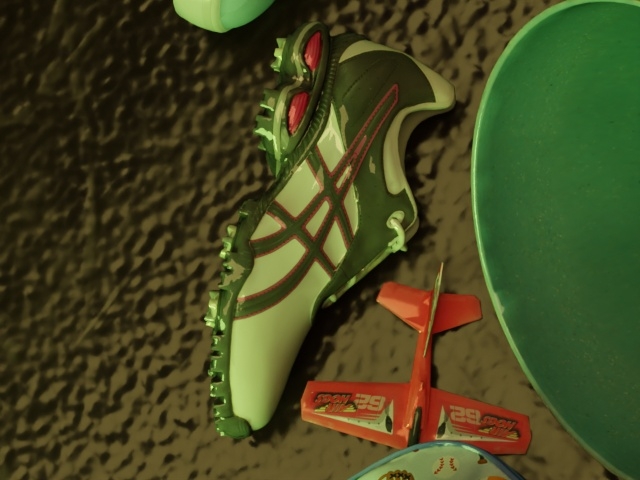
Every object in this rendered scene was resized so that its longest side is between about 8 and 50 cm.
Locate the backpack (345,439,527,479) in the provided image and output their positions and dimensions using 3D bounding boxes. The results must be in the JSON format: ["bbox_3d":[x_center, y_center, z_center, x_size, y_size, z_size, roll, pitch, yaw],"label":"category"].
[{"bbox_3d":[0.071,0.254,1.082,0.276,0.213,0.263,-35,46,0],"label":"backpack"}]

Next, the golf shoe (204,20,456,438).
[{"bbox_3d":[0.000,0.000,1.198,0.120,0.105,0.273,15,86,3],"label":"golf shoe"}]

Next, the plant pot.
[{"bbox_3d":[0.251,-0.017,1.091,0.195,0.290,0.290,-17,77,-30],"label":"plant pot"}]

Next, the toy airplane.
[{"bbox_3d":[0.062,0.088,1.205,0.151,0.028,0.151,0,88,-6],"label":"toy airplane"}]

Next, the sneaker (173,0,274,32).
[{"bbox_3d":[0.054,-0.266,1.209,0.150,0.135,0.366,37,90,16],"label":"sneaker"}]
